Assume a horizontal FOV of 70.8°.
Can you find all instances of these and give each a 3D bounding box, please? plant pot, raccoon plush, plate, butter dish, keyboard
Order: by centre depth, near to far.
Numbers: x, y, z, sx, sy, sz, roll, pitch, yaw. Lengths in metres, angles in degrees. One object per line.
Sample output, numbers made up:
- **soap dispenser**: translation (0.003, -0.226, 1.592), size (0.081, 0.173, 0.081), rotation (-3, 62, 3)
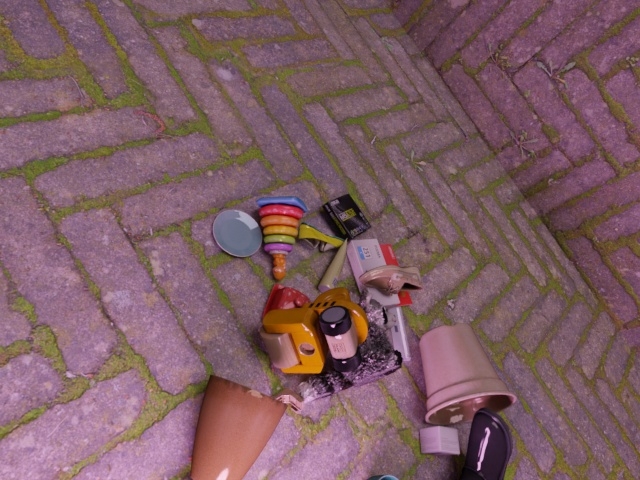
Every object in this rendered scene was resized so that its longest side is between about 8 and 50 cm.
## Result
- **plant pot**: translation (-0.244, 0.534, 1.235), size (0.237, 0.237, 0.254), rotation (29, 67, -18)
- **butter dish**: translation (-0.096, 0.228, 1.558), size (0.160, 0.118, 0.160), rotation (31, 52, -16)
- **raccoon plush**: translation (0.091, 0.349, 1.575), size (0.446, 0.216, 0.299), rotation (-4, 59, -36)
- **plate**: translation (-0.300, -0.024, 1.623), size (0.188, 0.024, 0.188), rotation (16, 58, -26)
- **plant pot**: translation (0.524, 0.500, 1.728), size (0.334, 0.334, 0.305), rotation (14, 46, -28)
- **keyboard**: translation (0.315, 0.361, 1.838), size (0.072, 0.014, 0.256), rotation (6, 61, -26)

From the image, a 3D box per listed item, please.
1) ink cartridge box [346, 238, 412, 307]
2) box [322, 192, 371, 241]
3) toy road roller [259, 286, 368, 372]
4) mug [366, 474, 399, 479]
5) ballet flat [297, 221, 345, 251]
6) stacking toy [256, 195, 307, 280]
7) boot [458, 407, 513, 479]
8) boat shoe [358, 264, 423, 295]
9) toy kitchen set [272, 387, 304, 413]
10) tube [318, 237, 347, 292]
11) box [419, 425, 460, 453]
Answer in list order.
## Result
- **ink cartridge box**: translation (0.261, 0.135, 1.880), size (0.261, 0.066, 0.296), rotation (-3, 65, -33)
- **box**: translation (0.115, -0.100, 1.915), size (0.184, 0.045, 0.191), rotation (58, 35, 4)
- **toy road roller**: translation (-0.007, 0.281, 1.470), size (0.240, 0.330, 0.202), rotation (-66, 144, -58)
- **mug**: translation (0.185, 0.827, 1.424), size (0.129, 0.097, 0.158), rotation (46, 49, -5)
- **ballet flat**: translation (0.000, 0.000, 1.785), size (0.231, 0.077, 0.077), rotation (24, 76, -36)
- **stacking toy**: translation (-0.148, -0.003, 1.650), size (0.175, 0.166, 0.301), rotation (36, 54, -71)
- **boot**: translation (0.475, 0.829, 1.507), size (0.445, 0.146, 0.367), rotation (-22, 112, -39)
- **boat shoe**: translation (0.285, 0.161, 1.768), size (0.302, 0.109, 0.098), rotation (3, 60, -36)
- **toy kitchen set**: translation (-0.103, 0.527, 1.421), size (0.075, 0.083, 0.068), rotation (-21, 119, -40)
- **tube**: translation (0.061, 0.103, 1.770), size (0.062, 0.070, 0.240), rotation (44, 51, -20)
- **box**: translation (0.434, 0.733, 1.646), size (0.102, 0.101, 0.087), rotation (20, 55, -26)
